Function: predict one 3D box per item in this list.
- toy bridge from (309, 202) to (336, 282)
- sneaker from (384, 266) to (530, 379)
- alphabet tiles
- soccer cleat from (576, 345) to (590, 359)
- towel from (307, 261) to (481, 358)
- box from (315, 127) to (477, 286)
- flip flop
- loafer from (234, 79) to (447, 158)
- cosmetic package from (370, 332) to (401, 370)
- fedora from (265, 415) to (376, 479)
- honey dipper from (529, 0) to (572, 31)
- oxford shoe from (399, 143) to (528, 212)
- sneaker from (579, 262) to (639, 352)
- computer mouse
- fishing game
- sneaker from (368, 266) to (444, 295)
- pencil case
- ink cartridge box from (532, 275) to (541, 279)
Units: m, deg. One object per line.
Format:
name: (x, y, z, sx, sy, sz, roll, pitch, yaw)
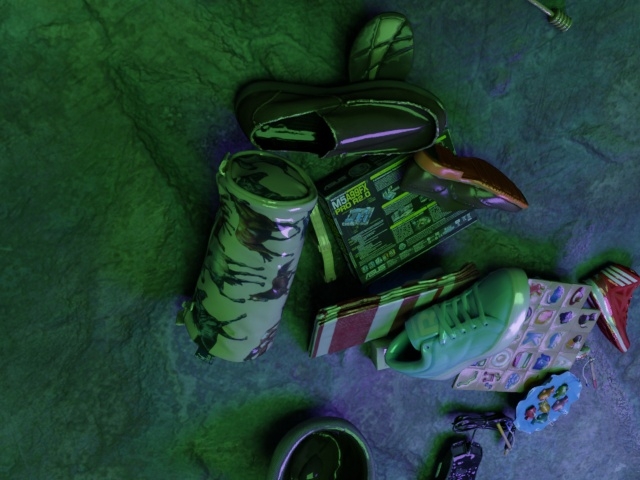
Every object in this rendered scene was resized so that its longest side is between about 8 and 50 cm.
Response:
toy bridge: (0.000, 0.000, 1.740, 0.026, 0.063, 0.188, -20, 121, -9)
sneaker: (0.247, 0.169, 1.746, 0.150, 0.135, 0.366, 5, 142, -29)
alphabet tiles: (0.423, 0.203, 1.942, 0.343, 0.011, 0.285, 7, 117, -26)
soccer cleat: (0.572, 0.252, 2.090, 0.083, 0.029, 0.035, -16, 124, -7)
towel: (0.137, 0.141, 1.806, 0.329, 0.037, 0.237, -16, 158, -11)
box: (0.147, -0.069, 1.748, 0.270, 0.060, 0.216, -30, 121, -10)
flip flop: (0.103, -0.281, 1.632, 0.112, 0.080, 0.277, -1, 133, 0)
loafer: (0.036, -0.185, 1.573, 0.366, 0.130, 0.133, -1, 133, -1)
cosmetic package: (0.163, 0.224, 1.922, 0.115, 0.041, 0.060, -10, 119, -15)
fedora: (-0.013, 0.499, 1.914, 0.244, 0.124, 0.275, 16, 77, -19)
honey dipper: (0.395, -0.434, 1.685, 0.161, 0.030, 0.030, 27, 104, -26)
oxford shoe: (0.266, -0.097, 1.713, 0.271, 0.097, 0.098, 19, 123, -26)
sneaker: (0.671, 0.144, 2.039, 0.128, 0.087, 0.221, -34, 123, 0)
computer mouse: (0.349, 0.501, 2.123, 0.184, 0.060, 0.262, 0, 111, -26)
fishing game: (0.514, 0.368, 2.061, 0.264, 0.041, 0.189, -32, 137, -6)
sneaker: (0.160, 0.064, 1.810, 0.152, 0.084, 0.058, -26, 158, 13)
pencil case: (-0.131, 0.031, 1.592, 0.184, 0.160, 0.410, 7, 130, -14)
ink cartridge box: (0.475, 0.177, 1.999, 0.104, 0.060, 0.180, -36, 122, 0)
